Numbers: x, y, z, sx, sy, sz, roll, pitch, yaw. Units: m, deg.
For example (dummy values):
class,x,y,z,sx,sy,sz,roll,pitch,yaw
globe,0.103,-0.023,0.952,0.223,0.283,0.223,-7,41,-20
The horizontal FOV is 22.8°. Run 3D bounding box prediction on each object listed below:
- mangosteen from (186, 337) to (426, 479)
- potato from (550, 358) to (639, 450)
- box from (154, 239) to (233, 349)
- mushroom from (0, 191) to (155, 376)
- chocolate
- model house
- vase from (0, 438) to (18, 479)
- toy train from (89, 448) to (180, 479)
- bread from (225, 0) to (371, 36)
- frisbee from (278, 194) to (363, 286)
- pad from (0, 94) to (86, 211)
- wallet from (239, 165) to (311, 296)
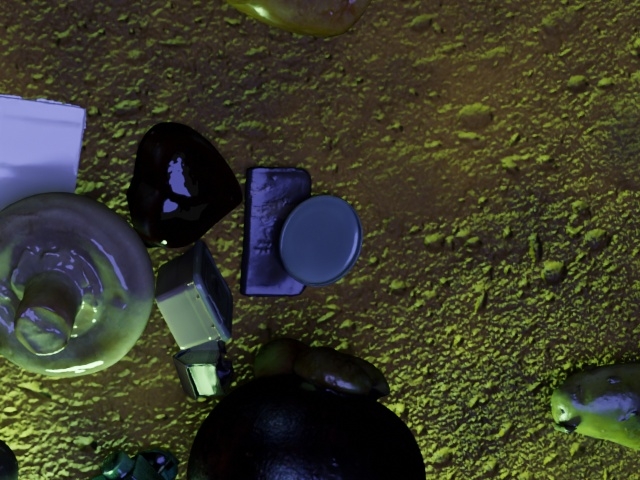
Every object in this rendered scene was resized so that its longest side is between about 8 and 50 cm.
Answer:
class,x,y,z,sx,sy,sz,roll,pitch,yaw
mangosteen,-0.015,0.254,1.791,0.288,0.288,0.288,-4,107,-12
potato,0.390,0.203,1.962,0.225,0.090,0.117,4,101,-18
box,-0.142,0.064,1.783,0.062,0.122,0.089,-22,111,8
mushroom,-0.282,0.059,1.687,0.207,0.215,0.207,1,109,2
chocolate,-0.148,-0.047,1.766,0.125,0.080,0.148,13,101,-16
model house,-0.139,0.137,1.842,0.058,0.057,0.083,-4,130,15
vase,-0.401,0.217,1.774,0.120,0.120,0.183,-4,94,-12
toy train,-0.198,0.358,1.875,0.159,0.101,0.248,-32,111,15
bread,-0.027,-0.397,1.640,0.328,0.148,0.337,24,102,-42
frisbee,0.000,0.000,1.836,0.110,0.014,0.110,-8,108,-27
pad,-0.380,-0.088,1.738,0.232,0.004,0.156,7,105,-15
wallet,-0.051,-0.010,1.833,0.082,0.018,0.156,1,105,-15
